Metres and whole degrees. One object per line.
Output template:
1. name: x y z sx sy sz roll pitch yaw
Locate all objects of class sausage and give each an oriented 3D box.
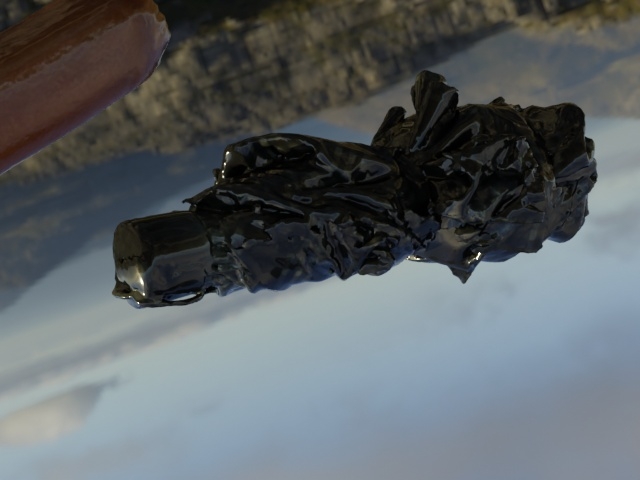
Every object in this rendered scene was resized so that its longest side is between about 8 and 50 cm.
1. sausage: -0.111 -0.048 0.457 0.131 0.039 0.041 -34 -141 -17

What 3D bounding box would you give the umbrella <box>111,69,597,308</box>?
1. umbrella: 0.021 -0.035 0.844 0.337 0.128 0.154 -6 -149 -21
